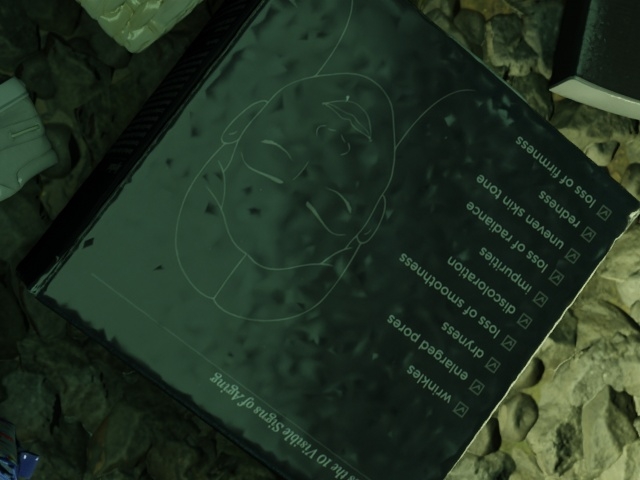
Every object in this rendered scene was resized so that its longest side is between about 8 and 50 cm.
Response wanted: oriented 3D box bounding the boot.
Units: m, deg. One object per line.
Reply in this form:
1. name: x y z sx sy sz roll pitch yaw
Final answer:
1. boot: -0.398 -0.071 1.512 0.258 0.095 0.123 -37 106 -33

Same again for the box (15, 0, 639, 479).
1. box: 0.000 0.000 1.548 0.480 0.297 0.471 39 82 -14

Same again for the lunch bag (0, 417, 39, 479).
1. lunch bag: -0.445 0.208 1.480 0.293 0.221 0.138 20 88 -15

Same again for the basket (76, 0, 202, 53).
1. basket: -0.197 -0.425 1.414 0.331 0.266 0.328 -39 119 13

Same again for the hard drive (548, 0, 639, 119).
1. hard drive: 0.428 -0.239 1.773 0.255 0.054 0.172 12 90 -15
